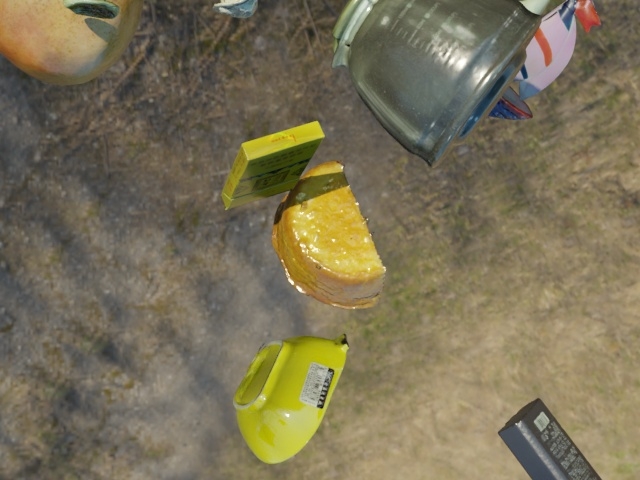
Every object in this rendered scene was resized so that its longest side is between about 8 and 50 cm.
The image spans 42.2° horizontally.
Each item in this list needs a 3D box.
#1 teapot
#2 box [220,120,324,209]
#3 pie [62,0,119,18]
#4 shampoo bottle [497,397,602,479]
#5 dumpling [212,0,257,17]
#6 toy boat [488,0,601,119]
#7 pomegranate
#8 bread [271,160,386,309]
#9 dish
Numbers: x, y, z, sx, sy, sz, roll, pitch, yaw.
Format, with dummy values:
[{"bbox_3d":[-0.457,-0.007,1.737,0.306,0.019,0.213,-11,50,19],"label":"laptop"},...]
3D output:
[{"bbox_3d":[0.159,-0.284,1.088,0.239,0.239,0.321,37,111,5],"label":"teapot"},{"bbox_3d":[-0.098,-0.139,1.589,0.153,0.040,0.279,-20,169,-20],"label":"box"},{"bbox_3d":[-0.349,-0.355,1.263,0.085,0.017,0.085,3,178,0],"label":"pie"},{"bbox_3d":[0.431,0.421,1.400,0.098,0.309,0.071,-26,166,-50],"label":"shampoo bottle"},{"bbox_3d":[-0.118,-0.330,1.162,0.057,0.076,0.052,-42,142,-8],"label":"dumpling"},{"bbox_3d":[0.400,-0.343,1.609,0.318,0.072,0.219,-5,114,37],"label":"toy boat"},{"bbox_3d":[-0.443,-0.425,1.421,0.320,0.319,0.319,-10,142,-8],"label":"pomegranate"},{"bbox_3d":[0.000,0.000,1.809,0.179,0.339,0.194,-15,163,-19],"label":"bread"},{"bbox_3d":[-0.071,0.261,1.499,0.108,0.262,0.221,37,159,-20],"label":"dish"}]
